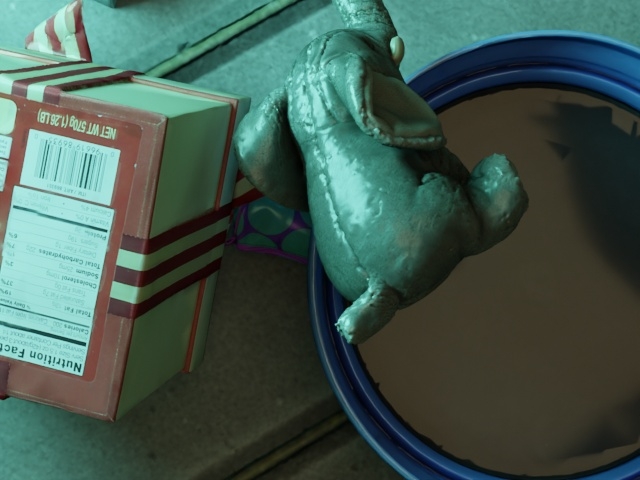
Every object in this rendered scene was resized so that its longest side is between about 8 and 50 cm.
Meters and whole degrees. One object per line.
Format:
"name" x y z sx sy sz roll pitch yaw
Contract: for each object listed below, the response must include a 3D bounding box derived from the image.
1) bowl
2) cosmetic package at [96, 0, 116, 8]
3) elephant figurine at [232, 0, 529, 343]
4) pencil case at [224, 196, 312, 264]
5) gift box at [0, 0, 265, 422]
"bowl" 0.182 0.030 1.256 0.391 0.077 0.391 0 86 -4
"cosmetic package" -0.283 -0.401 1.289 0.377 0.097 0.284 24 87 -5
"elephant figurine" 0.023 -0.075 1.135 0.169 0.186 0.239 -33 93 0
"pencil case" 0.000 0.000 1.315 0.152 0.064 0.070 21 75 -5
"gift box" -0.183 -0.034 1.179 0.255 0.258 0.276 18 100 8
